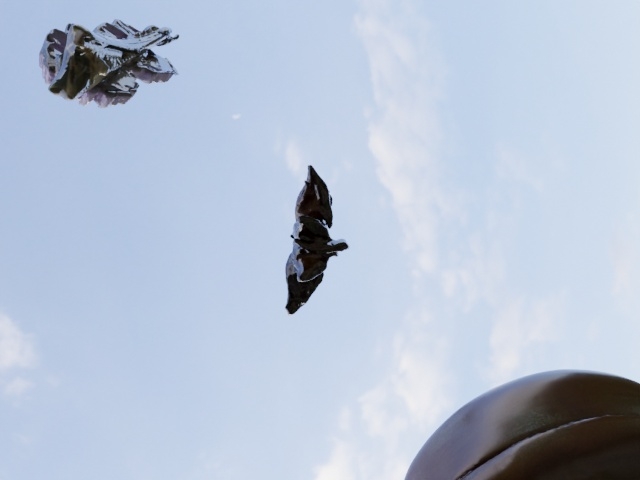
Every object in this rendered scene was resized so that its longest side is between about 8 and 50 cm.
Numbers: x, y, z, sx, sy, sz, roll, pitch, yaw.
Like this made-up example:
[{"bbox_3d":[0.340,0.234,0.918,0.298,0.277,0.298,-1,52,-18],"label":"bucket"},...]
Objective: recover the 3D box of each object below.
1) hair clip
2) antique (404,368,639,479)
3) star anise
[{"bbox_3d":[-0.220,-0.200,0.853,0.106,0.085,0.292,28,-159,-1],"label":"hair clip"},{"bbox_3d":[0.207,0.209,0.678,0.278,0.129,0.224,7,-59,-18],"label":"antique"},{"bbox_3d":[0.000,0.000,1.370,0.272,0.102,0.272,8,-90,-87],"label":"star anise"}]
